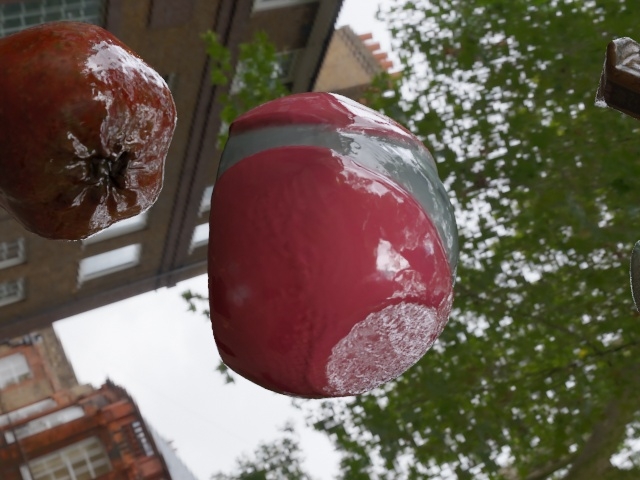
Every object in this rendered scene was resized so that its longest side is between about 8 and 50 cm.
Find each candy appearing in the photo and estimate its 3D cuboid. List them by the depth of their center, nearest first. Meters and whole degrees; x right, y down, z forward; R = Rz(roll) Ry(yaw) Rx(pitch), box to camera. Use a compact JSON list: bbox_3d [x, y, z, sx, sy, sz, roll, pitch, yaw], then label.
[{"bbox_3d":[0.560,-0.226,1.477,0.271,0.101,0.143,38,-33,35],"label":"candy"}]

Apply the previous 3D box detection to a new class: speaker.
[{"bbox_3d":[0.000,0.000,0.907,0.294,0.294,0.294,36,-45,47],"label":"speaker"}]

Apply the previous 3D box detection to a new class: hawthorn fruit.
[{"bbox_3d":[-0.355,-0.168,1.258,0.330,0.287,0.287,42,-41,38],"label":"hawthorn fruit"}]

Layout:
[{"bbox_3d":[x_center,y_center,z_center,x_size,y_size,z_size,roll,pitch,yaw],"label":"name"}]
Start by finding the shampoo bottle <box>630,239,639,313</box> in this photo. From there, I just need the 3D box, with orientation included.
[{"bbox_3d":[0.329,0.026,0.710,0.191,0.041,0.069,-7,-98,52],"label":"shampoo bottle"}]
